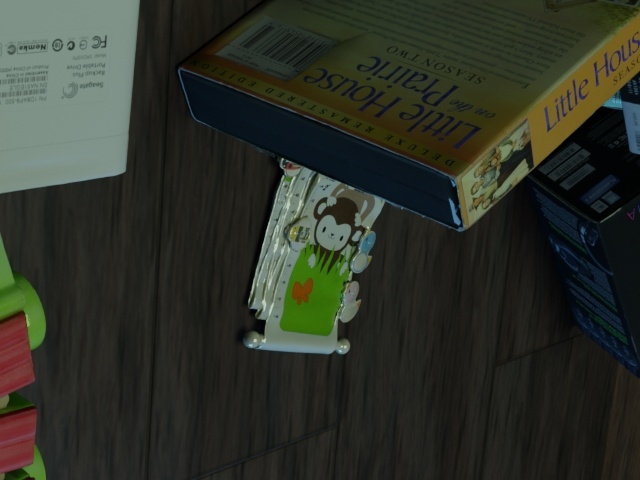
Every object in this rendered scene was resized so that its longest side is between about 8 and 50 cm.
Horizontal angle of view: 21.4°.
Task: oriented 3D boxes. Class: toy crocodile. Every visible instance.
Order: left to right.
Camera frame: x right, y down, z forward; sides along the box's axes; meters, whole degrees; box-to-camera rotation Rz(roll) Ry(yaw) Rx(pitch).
[{"bbox_3d":[-0.259,0.134,1.286,0.115,0.105,0.341,-20,120,-42],"label":"toy crocodile"}]

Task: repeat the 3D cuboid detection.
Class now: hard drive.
[{"bbox_3d":[-0.226,-0.208,1.212,0.233,0.047,0.353,-12,116,-44],"label":"hard drive"}]

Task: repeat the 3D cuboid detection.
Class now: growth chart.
[{"bbox_3d":[0.000,0.000,1.578,0.172,0.021,0.237,-4,111,-48],"label":"growth chart"}]

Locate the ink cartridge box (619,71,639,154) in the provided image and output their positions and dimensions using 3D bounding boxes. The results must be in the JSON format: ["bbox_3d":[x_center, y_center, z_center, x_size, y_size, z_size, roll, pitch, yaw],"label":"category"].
[{"bbox_3d":[0.356,-0.277,1.608,0.176,0.069,0.371,63,44,-57],"label":"ink cartridge box"}]

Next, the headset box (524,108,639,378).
[{"bbox_3d":[0.385,-0.019,1.866,0.246,0.131,0.283,-35,133,-12],"label":"headset box"}]

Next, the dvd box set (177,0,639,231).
[{"bbox_3d":[0.132,-0.193,1.414,0.420,0.307,0.062,-42,136,-29],"label":"dvd box set"}]

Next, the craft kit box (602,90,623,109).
[{"bbox_3d":[0.342,-0.289,1.730,0.246,0.061,0.250,-41,137,-56],"label":"craft kit box"}]
